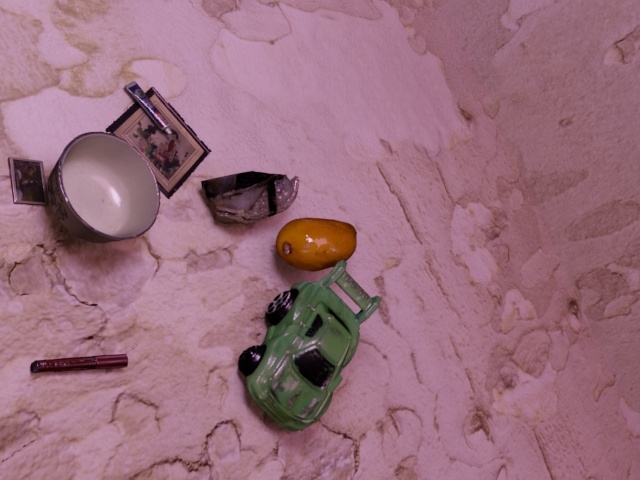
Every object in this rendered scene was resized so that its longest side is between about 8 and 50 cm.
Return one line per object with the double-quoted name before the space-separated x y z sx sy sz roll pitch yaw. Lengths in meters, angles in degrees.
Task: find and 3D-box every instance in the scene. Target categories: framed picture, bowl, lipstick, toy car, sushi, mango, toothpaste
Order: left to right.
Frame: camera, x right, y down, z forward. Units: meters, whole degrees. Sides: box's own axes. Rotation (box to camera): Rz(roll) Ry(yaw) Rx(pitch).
"framed picture" -0.529 -0.107 1.351 0.066 0.007 0.089 4 68 -49
"lipstick" -0.418 0.214 1.300 0.177 0.027 0.027 5 67 -46
"bowl" -0.416 -0.084 1.386 0.211 0.112 0.211 27 52 -40
"toothpaste" -0.366 -0.283 1.605 0.140 0.021 0.037 51 40 -6
"framed picture" -0.346 -0.216 1.617 0.199 0.010 0.195 50 41 -19
"sushi" -0.143 -0.093 1.720 0.273 0.134 0.109 -5 88 -65
"toy car" -0.018 0.229 1.633 0.213 0.176 0.358 49 42 -19
"mango" 0.000 0.000 1.776 0.317 0.177 0.119 -25 118 -64
